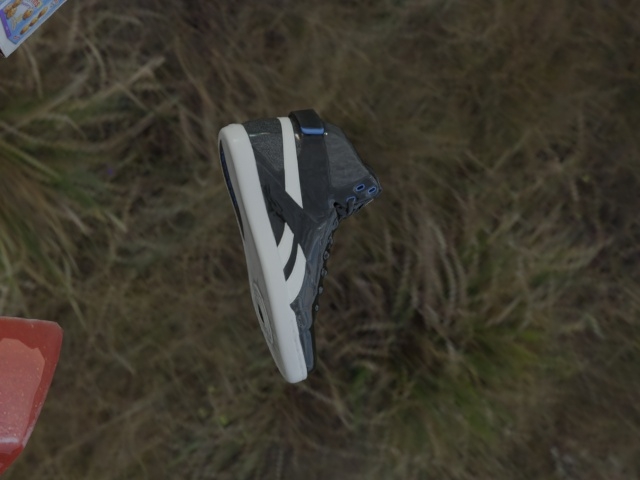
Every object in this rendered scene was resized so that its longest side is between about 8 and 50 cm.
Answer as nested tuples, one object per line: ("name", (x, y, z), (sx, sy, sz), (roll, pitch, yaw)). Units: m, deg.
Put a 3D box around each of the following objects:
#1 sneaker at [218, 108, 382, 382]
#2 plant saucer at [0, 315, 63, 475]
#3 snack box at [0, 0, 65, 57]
("sneaker", (0.000, 0.000, 1.131), (0.121, 0.079, 0.217), (-15, 98, -14))
("plant saucer", (-0.249, 0.124, 0.525), (0.258, 0.048, 0.259), (-46, 153, 20))
("snack box", (-0.182, -0.172, 0.764), (0.064, 0.022, 0.178), (-48, 160, -15))
